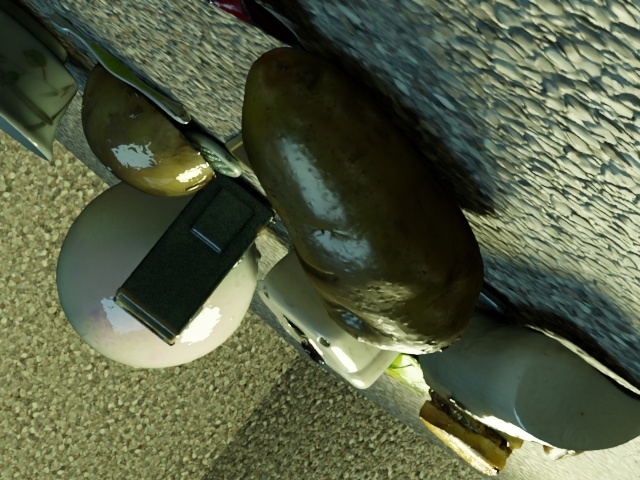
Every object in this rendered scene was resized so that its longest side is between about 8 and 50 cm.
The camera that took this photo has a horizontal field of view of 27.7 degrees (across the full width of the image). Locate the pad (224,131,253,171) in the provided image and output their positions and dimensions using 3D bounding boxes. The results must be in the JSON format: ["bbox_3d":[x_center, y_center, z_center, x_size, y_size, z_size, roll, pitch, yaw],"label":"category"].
[{"bbox_3d":[0.000,0.000,1.812,0.375,0.063,0.315,40,172,-8],"label":"pad"}]

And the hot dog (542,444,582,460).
[{"bbox_3d":[0.316,0.230,1.688,0.104,0.076,0.250,56,174,17],"label":"hot dog"}]

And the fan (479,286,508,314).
[{"bbox_3d":[0.100,-0.002,1.495,0.282,0.023,0.057,38,-179,5],"label":"fan"}]

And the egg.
[{"bbox_3d":[-0.267,0.044,2.334,0.354,0.354,0.340,41,154,-16],"label":"egg"}]

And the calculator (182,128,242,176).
[{"bbox_3d":[-0.164,-0.131,1.940,0.095,0.021,0.153,43,173,-24],"label":"calculator"}]

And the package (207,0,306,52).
[{"bbox_3d":[-0.125,-0.239,1.001,0.194,0.071,0.269,51,-178,26],"label":"package"}]

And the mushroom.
[{"bbox_3d":[0.210,0.154,1.536,0.177,0.126,0.397,26,176,-23],"label":"mushroom"}]

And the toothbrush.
[{"bbox_3d":[-0.287,-0.247,1.852,0.263,0.022,0.026,37,158,13],"label":"toothbrush"}]

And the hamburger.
[{"bbox_3d":[0.255,0.304,2.204,0.191,0.118,0.182,37,170,-17],"label":"hamburger"}]

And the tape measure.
[{"bbox_3d":[0.003,0.133,2.287,0.258,0.130,0.265,38,171,39],"label":"tape measure"}]

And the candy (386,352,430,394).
[{"bbox_3d":[0.151,0.223,2.392,0.149,0.069,0.246,40,173,-28],"label":"candy"}]

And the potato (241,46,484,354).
[{"bbox_3d":[0.038,-0.031,1.195,0.369,0.176,0.195,59,-160,-48],"label":"potato"}]

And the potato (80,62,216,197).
[{"bbox_3d":[-0.283,-0.148,1.989,0.239,0.116,0.299,45,176,-36],"label":"potato"}]

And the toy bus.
[{"bbox_3d":[-0.201,0.023,2.090,0.138,0.275,0.167,39,169,-2],"label":"toy bus"}]

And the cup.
[{"bbox_3d":[-0.530,-0.299,2.127,0.347,0.163,0.347,38,173,6],"label":"cup"}]
